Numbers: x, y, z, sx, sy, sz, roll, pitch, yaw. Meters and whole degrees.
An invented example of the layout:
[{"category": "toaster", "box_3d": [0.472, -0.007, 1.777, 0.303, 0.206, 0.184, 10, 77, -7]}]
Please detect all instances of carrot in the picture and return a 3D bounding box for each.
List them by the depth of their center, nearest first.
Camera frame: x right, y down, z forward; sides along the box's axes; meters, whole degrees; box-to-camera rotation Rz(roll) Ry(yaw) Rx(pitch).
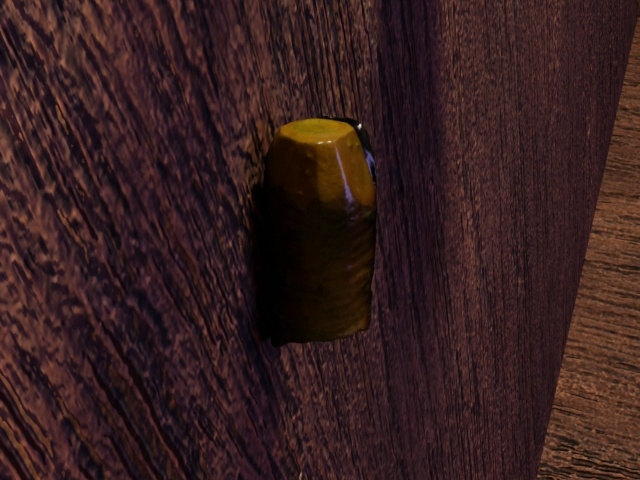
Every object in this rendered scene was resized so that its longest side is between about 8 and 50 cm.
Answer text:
[{"category": "carrot", "box_3d": [0.000, 0.000, 0.972, 0.082, 0.082, 0.173, -51, 143, -60]}]
